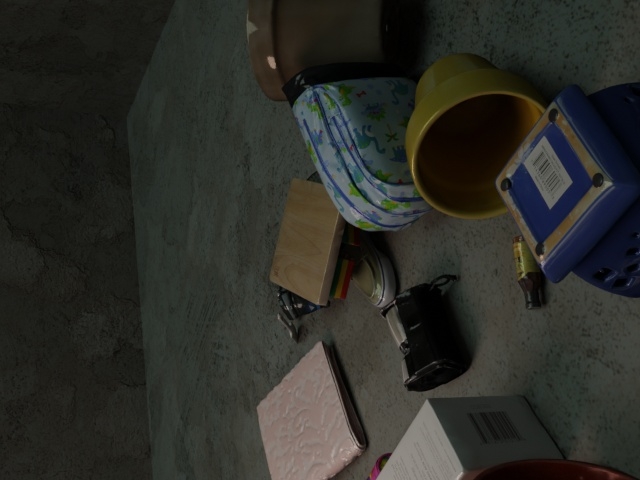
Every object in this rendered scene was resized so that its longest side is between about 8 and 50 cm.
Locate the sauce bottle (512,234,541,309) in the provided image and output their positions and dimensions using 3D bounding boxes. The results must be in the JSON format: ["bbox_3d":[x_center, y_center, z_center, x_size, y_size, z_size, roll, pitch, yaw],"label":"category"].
[{"bbox_3d":[0.360,0.055,1.405,0.042,0.042,0.128,-34,56,57],"label":"sauce bottle"}]

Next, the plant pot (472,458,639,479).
[{"bbox_3d":[0.349,0.491,1.162,0.272,0.272,0.265,16,110,63],"label":"plant pot"}]

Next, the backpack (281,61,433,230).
[{"bbox_3d":[0.114,-0.192,1.673,0.273,0.290,0.355,-20,77,59],"label":"backpack"}]

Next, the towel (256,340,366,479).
[{"bbox_3d":[-0.033,0.470,2.050,0.332,0.053,0.317,-49,42,32],"label":"towel"}]

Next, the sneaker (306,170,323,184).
[{"bbox_3d":[-0.001,-0.072,2.085,0.086,0.163,0.226,24,68,28],"label":"sneaker"}]

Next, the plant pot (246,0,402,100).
[{"bbox_3d":[0.026,-0.473,1.824,0.280,0.323,0.323,4,90,19],"label":"plant pot"}]

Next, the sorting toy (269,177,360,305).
[{"bbox_3d":[0.000,0.000,1.863,0.257,0.089,0.255,21,99,61],"label":"sorting toy"}]

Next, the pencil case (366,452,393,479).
[{"bbox_3d":[0.128,0.565,1.745,0.104,0.104,0.236,-119,39,-47],"label":"pencil case"}]

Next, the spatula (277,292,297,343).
[{"bbox_3d":[-0.094,0.171,2.175,0.242,0.019,0.168,63,-158,-68],"label":"spatula"}]

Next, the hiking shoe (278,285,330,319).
[{"bbox_3d":[-0.029,0.078,2.126,0.113,0.132,0.304,65,-161,-45],"label":"hiking shoe"}]

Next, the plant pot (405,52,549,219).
[{"bbox_3d":[0.264,-0.206,1.429,0.239,0.254,0.254,-98,25,-52],"label":"plant pot"}]

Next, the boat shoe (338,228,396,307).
[{"bbox_3d":[0.082,0.044,1.896,0.302,0.094,0.109,62,139,46],"label":"boat shoe"}]

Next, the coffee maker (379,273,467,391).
[{"bbox_3d":[0.212,0.184,1.595,0.171,0.120,0.178,-57,39,43],"label":"coffee maker"}]

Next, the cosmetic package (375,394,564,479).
[{"bbox_3d":[0.224,0.453,1.438,0.156,0.217,0.385,63,142,45],"label":"cosmetic package"}]

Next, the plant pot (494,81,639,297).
[{"bbox_3d":[0.400,-0.077,1.156,0.236,0.212,0.236,-61,37,42],"label":"plant pot"}]
